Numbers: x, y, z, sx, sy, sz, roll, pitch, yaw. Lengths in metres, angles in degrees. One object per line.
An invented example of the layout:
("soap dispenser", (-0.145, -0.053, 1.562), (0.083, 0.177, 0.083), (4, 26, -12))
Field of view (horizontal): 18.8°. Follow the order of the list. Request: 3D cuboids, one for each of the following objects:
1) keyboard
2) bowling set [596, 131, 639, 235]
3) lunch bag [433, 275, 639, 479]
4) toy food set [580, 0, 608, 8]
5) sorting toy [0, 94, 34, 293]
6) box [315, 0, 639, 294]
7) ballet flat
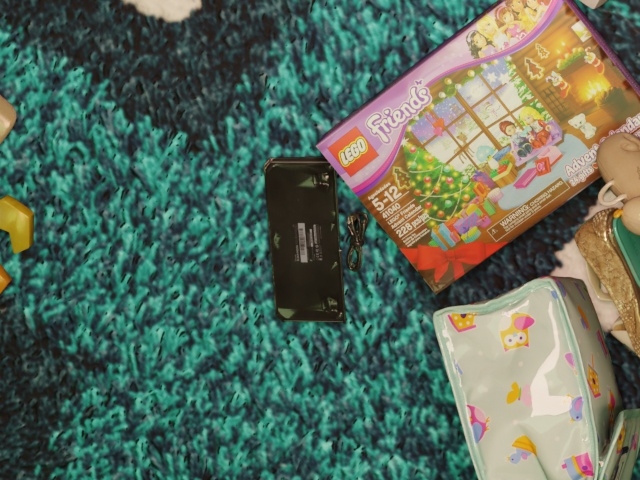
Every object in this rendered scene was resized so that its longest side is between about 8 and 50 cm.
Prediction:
("keyboard", (0.000, 0.000, 2.027), (0.108, 0.023, 0.180), (1, 108, 16))
("bowling set", (0.405, 0.007, 1.877), (0.287, 0.154, 0.200), (-3, 122, -2))
("lunch bag", (0.228, 0.174, 1.903), (0.160, 0.223, 0.262), (-20, 82, 14))
("toy food set", (0.313, -0.277, 1.869), (0.232, 0.104, 0.111), (36, 124, 16))
("sorting toy", (-0.430, -0.082, 2.065), (0.307, 0.041, 0.229), (39, 109, -3))
("box", (0.171, -0.109, 1.945), (0.293, 0.057, 0.201), (-37, 97, 18))
("ballet flat", (0.320, 0.062, 1.977), (0.067, 0.073, 0.206), (-17, 102, 42))
